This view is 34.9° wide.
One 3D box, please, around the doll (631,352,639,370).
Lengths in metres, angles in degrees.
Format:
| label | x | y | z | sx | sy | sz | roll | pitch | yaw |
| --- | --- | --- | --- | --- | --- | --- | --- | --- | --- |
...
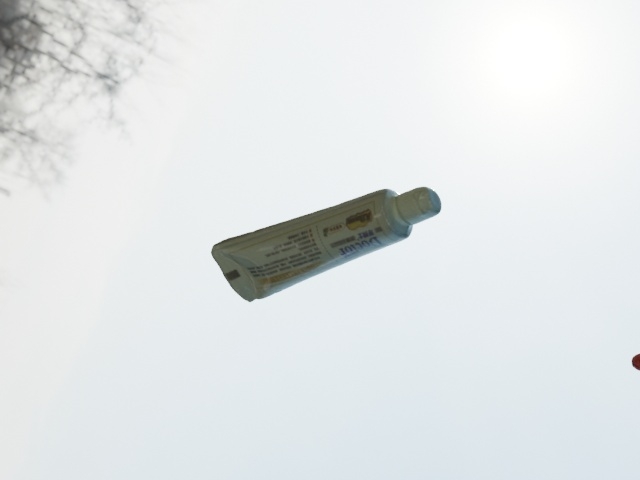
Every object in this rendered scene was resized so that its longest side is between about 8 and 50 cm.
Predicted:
| label | x | y | z | sx | sy | sz | roll | pitch | yaw |
| --- | --- | --- | --- | --- | --- | --- | --- | --- | --- |
| doll | 0.337 | 0.166 | 0.899 | 0.384 | 0.099 | 0.188 | 53 | 30 | -78 |

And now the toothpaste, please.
| label | x | y | z | sx | sy | sz | roll | pitch | yaw |
| --- | --- | --- | --- | --- | --- | --- | --- | --- | --- |
| toothpaste | 0.000 | 0.000 | 0.869 | 0.255 | 0.067 | 0.037 | -21 | -161 | 42 |
